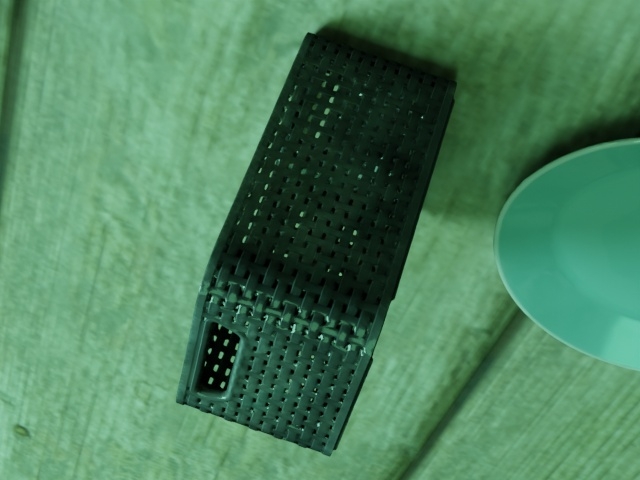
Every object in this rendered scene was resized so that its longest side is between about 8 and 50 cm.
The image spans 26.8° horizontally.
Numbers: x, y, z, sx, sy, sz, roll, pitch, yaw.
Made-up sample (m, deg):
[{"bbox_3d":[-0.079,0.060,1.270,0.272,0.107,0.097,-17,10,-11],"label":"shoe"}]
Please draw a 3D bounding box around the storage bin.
[{"bbox_3d":[0.000,0.000,0.673,0.084,0.180,0.122,19,141,2],"label":"storage bin"}]

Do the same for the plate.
[{"bbox_3d":[0.188,0.008,0.726,0.188,0.024,0.188,12,139,11],"label":"plate"}]
